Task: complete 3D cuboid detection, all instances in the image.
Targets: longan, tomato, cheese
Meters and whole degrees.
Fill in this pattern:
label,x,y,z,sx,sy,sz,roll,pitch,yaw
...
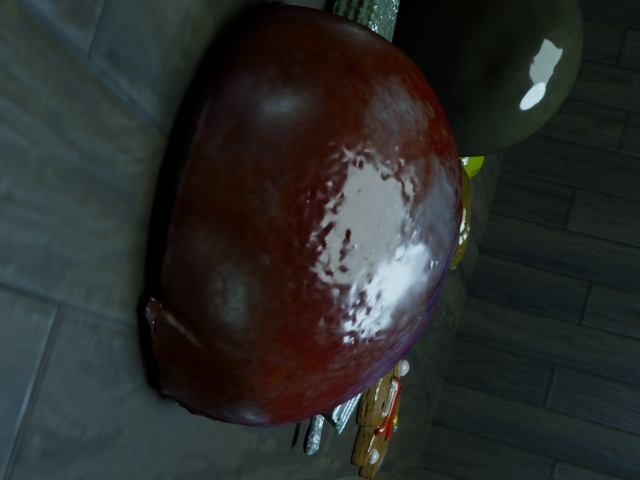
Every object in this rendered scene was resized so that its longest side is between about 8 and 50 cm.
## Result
label,x,y,z,sx,sy,sz,roll,pitch,yaw
longan,0.165,-0.201,1.270,0.248,0.248,0.248,15,90,-78
tomato,0.003,0.005,0.880,0.289,0.176,0.335,-31,135,-69
cheese,0.002,0.173,1.394,0.086,0.036,0.162,-25,128,-73

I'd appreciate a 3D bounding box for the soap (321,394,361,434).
label,x,y,z,sx,sy,sz,roll,pitch,yaw
soap,0.032,0.066,1.177,0.230,0.091,0.145,-61,170,-9

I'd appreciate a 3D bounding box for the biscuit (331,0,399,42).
label,x,y,z,sx,sy,sz,roll,pitch,yaw
biscuit,0.027,-0.138,1.116,0.147,0.046,0.250,-53,155,-60

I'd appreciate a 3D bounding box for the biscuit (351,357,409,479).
label,x,y,z,sx,sy,sz,roll,pitch,yaw
biscuit,0.101,0.283,1.963,0.324,0.049,0.205,79,29,-60

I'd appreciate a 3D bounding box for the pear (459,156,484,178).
label,x,y,z,sx,sy,sz,roll,pitch,yaw
pear,0.177,-0.124,1.681,0.131,0.107,0.107,92,13,-88

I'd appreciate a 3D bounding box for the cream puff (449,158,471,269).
label,x,y,z,sx,sy,sz,roll,pitch,yaw
cream puff,0.122,-0.035,1.493,0.150,0.115,0.165,116,-23,-52
